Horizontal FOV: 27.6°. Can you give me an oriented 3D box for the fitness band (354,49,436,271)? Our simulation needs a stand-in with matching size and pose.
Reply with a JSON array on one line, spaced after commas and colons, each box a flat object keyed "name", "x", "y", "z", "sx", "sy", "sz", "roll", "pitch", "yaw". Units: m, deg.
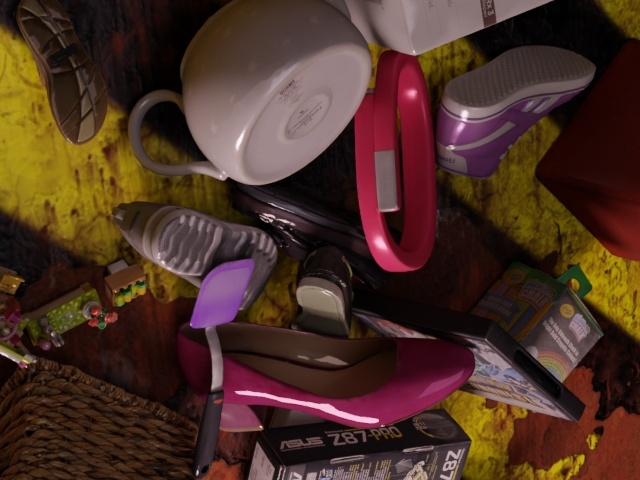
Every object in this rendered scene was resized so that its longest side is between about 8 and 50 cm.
[{"name": "fitness band", "x": 0.101, "y": -0.104, "z": 1.699, "sx": 0.209, "sy": 0.054, "sz": 0.291, "roll": 13, "pitch": 75, "yaw": -70}]

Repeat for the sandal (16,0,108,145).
[{"name": "sandal", "x": -0.299, "y": -0.198, "z": 1.493, "sx": 0.072, "sy": 0.049, "sz": 0.180, "roll": -31, "pitch": 109, "yaw": -27}]

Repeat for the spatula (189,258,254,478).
[{"name": "spatula", "x": -0.134, "y": 0.164, "z": 1.632, "sx": 0.084, "sy": 0.030, "sz": 0.296, "roll": -8, "pitch": 110, "yaw": -47}]

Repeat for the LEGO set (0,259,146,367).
[{"name": "LEGO set", "x": -0.328, "y": 0.086, "z": 1.545, "sx": 0.287, "sy": 0.107, "sz": 0.132, "roll": 9, "pitch": 103, "yaw": -36}]

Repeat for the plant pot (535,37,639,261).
[{"name": "plant pot", "x": 0.541, "y": -0.105, "z": 1.969, "sx": 0.267, "sy": 0.236, "sz": 0.267, "roll": 39, "pitch": 86, "yaw": -38}]

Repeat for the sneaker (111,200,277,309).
[{"name": "sneaker", "x": -0.150, "y": 0.003, "z": 1.638, "sx": 0.105, "sy": 0.115, "sz": 0.281, "roll": -60, "pitch": 148, "yaw": -5}]

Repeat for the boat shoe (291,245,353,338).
[{"name": "boat shoe", "x": 0.008, "y": 0.082, "z": 1.745, "sx": 0.228, "sy": 0.081, "sz": 0.068, "roll": 95, "pitch": 11, "yaw": -65}]

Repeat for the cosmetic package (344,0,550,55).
[{"name": "cosmetic package", "x": 0.213, "y": -0.405, "z": 1.678, "sx": 0.385, "sy": 0.156, "sz": 0.217, "roll": -26, "pitch": 119, "yaw": -22}]

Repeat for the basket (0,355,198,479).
[{"name": "basket", "x": -0.316, "y": 0.317, "z": 1.639, "sx": 0.213, "sy": 0.223, "sz": 0.299, "roll": -30, "pitch": 140, "yaw": 31}]

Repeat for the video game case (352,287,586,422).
[{"name": "video game case", "x": 0.199, "y": 0.160, "z": 1.824, "sx": 0.248, "sy": 0.275, "sz": 0.035, "roll": 41, "pitch": 70, "yaw": -38}]

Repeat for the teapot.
[{"name": "teapot", "x": -0.079, "y": -0.200, "z": 1.557, "sx": 0.256, "sy": 0.187, "sz": 0.252, "roll": -24, "pitch": 150, "yaw": -43}]

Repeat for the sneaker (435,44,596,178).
[{"name": "sneaker", "x": 0.268, "y": -0.179, "z": 1.861, "sx": 0.282, "sy": 0.102, "sz": 0.161, "roll": -20, "pitch": 137, "yaw": -30}]

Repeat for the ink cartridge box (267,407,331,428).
[{"name": "ink cartridge box", "x": 0.027, "y": 0.275, "z": 1.898, "sx": 0.224, "sy": 0.045, "sz": 0.223, "roll": 11, "pitch": 102, "yaw": -36}]

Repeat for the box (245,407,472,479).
[{"name": "box", "x": 0.025, "y": 0.439, "z": 1.886, "sx": 0.318, "sy": 0.097, "sz": 0.395, "roll": -2, "pitch": 119, "yaw": -28}]

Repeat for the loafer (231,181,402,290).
[{"name": "loafer", "x": 0.000, "y": 0.000, "z": 1.736, "sx": 0.302, "sy": 0.109, "sz": 0.095, "roll": 18, "pitch": 102, "yaw": -40}]

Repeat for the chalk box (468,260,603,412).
[{"name": "chalk box", "x": 0.328, "y": 0.127, "z": 1.988, "sx": 0.213, "sy": 0.132, "sz": 0.132, "roll": -48, "pitch": 126, "yaw": -10}]

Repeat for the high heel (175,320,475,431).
[{"name": "high heel", "x": 0.004, "y": 0.153, "z": 1.689, "sx": 0.377, "sy": 0.127, "sz": 0.181, "roll": -14, "pitch": 130, "yaw": 9}]
